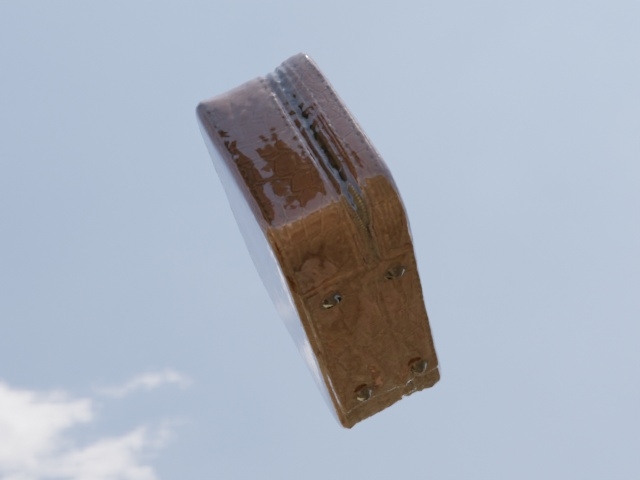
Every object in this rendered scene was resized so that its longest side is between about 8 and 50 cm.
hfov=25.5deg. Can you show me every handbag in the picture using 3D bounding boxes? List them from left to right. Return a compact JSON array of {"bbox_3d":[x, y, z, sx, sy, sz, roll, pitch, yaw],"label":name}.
[{"bbox_3d":[0.000,0.000,0.762,0.072,0.151,0.193,-27,-39,-5],"label":"handbag"}]
